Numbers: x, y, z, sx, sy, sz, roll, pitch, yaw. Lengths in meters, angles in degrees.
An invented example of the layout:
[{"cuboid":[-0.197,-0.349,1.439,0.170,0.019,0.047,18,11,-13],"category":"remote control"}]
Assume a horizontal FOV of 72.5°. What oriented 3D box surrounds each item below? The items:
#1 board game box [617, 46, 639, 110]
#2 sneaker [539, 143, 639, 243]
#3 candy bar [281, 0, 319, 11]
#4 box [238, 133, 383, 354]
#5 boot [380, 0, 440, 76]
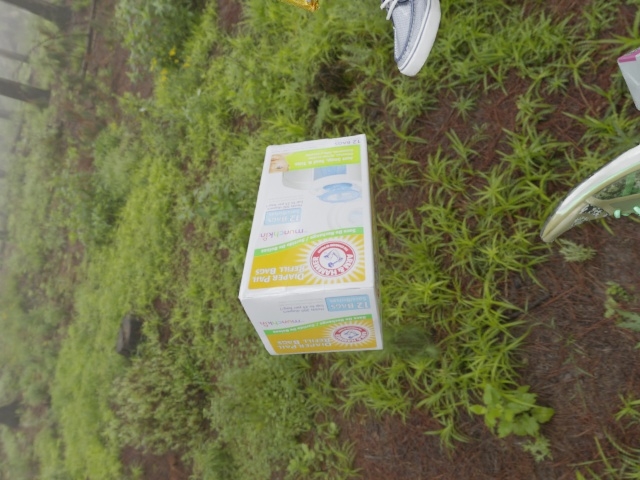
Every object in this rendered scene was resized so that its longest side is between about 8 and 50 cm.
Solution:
[{"cuboid":[0.572,-0.268,0.522,0.304,0.097,0.224,-25,11,22],"category":"board game box"},{"cuboid":[0.608,-0.089,0.798,0.410,0.158,0.182,-43,75,36],"category":"sneaker"},{"cuboid":[-0.076,-0.348,0.589,0.018,0.162,0.040,135,139,-55],"category":"candy bar"},{"cuboid":[0.000,0.000,0.439,0.103,0.114,0.203,75,-166,-47],"category":"box"},{"cuboid":[0.085,-0.278,0.497,0.069,0.086,0.189,137,145,-64],"category":"boot"}]
